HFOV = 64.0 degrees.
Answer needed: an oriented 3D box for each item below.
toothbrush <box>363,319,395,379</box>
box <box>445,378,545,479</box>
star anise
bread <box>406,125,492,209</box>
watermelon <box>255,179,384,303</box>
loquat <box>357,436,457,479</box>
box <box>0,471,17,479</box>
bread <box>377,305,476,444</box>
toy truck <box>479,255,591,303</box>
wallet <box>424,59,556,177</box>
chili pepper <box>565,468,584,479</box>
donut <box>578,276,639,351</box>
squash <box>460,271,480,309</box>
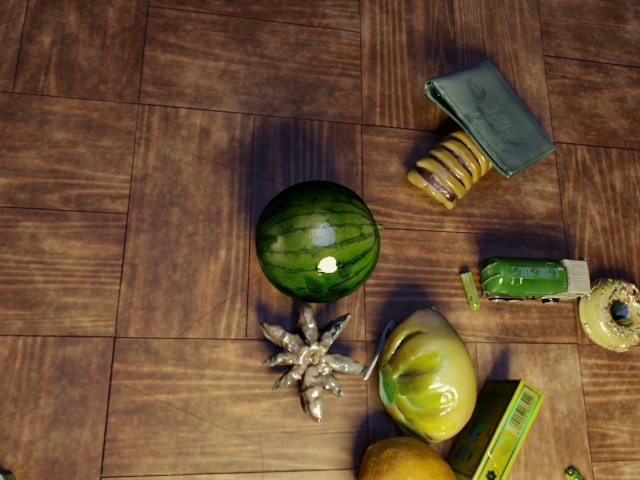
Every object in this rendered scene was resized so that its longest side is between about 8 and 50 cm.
[{"bbox_3d":[0.118,0.219,1.041,0.017,0.014,0.162,45,46,-6],"label":"toothbrush"},{"bbox_3d":[0.336,0.381,1.009,0.064,0.141,0.220,37,71,-1],"label":"box"},{"bbox_3d":[-0.015,0.231,1.003,0.229,0.093,0.236,9,70,-10],"label":"star anise"},{"bbox_3d":[0.309,-0.174,1.175,0.134,0.081,0.225,45,69,2],"label":"bread"},{"bbox_3d":[-0.005,0.001,0.990,0.243,0.242,0.242,3,75,-10],"label":"watermelon"},{"bbox_3d":[0.163,0.469,0.927,0.176,0.187,0.234,-27,74,-27],"label":"loquat"},{"bbox_3d":[-0.562,0.447,0.854,0.122,0.069,0.084,-29,81,-17],"label":"box"},{"bbox_3d":[0.211,0.263,0.992,0.158,0.156,0.260,-8,76,-29],"label":"bread"},{"bbox_3d":[0.462,0.081,1.119,0.243,0.125,0.101,3,75,-11],"label":"toy truck"},{"bbox_3d":[0.399,-0.285,1.188,0.251,0.054,0.290,-27,78,-37],"label":"wallet"},{"bbox_3d":[0.547,0.519,1.077,0.030,0.034,0.091,-33,84,16],"label":"chili pepper"},{"bbox_3d":[0.675,0.166,1.168,0.175,0.068,0.174,3,75,-9],"label":"donut"},{"bbox_3d":[0.334,0.113,1.136,0.028,0.027,0.083,-12,78,-14],"label":"squash"}]
